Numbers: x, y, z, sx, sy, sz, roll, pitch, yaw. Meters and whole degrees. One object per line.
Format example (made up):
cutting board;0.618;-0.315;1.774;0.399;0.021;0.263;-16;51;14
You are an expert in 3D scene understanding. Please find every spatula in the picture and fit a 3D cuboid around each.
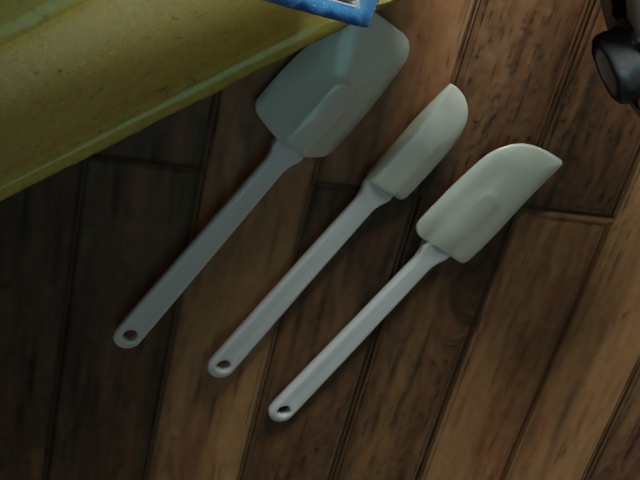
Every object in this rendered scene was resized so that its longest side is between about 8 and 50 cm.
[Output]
spatula;0.000;0.000;0.595;0.168;0.019;0.242;30;113;-32

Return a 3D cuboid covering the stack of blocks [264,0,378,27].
stack of blocks;-0.101;-0.192;0.312;0.297;0.087;0.171;12;119;-18

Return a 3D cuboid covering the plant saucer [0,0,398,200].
plant saucer;-0.111;-0.210;0.399;0.333;0.081;0.332;-26;123;6

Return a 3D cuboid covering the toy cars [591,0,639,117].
toy cars;0.243;-0.119;0.503;0.394;0.087;0.176;16;124;-30
